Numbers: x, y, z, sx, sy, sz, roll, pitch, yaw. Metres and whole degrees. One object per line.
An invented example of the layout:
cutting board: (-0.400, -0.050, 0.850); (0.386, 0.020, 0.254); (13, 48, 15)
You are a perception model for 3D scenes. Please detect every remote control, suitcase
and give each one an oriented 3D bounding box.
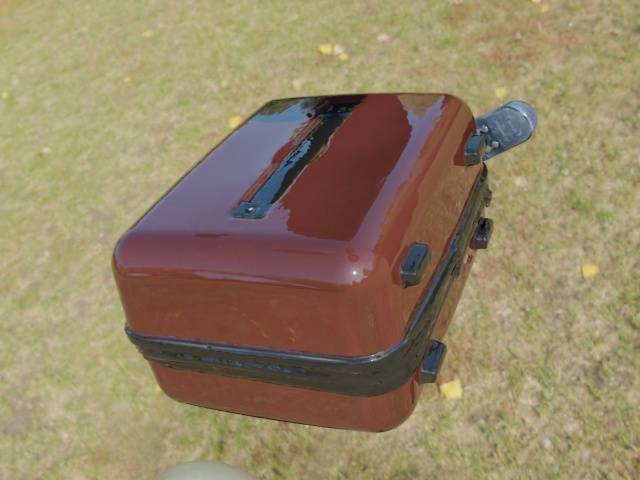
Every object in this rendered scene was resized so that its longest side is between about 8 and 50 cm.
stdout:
remote control: (0.139, -0.090, 0.748); (0.152, 0.043, 0.027); (-24, 23, 46)
suitcase: (0.000, 0.000, 0.635); (0.236, 0.161, 0.297); (2, 33, 24)

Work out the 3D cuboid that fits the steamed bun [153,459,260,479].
steamed bun: (-0.136, 0.473, 1.182); (0.206, 0.324, 0.324); (-41, 33, 4)
